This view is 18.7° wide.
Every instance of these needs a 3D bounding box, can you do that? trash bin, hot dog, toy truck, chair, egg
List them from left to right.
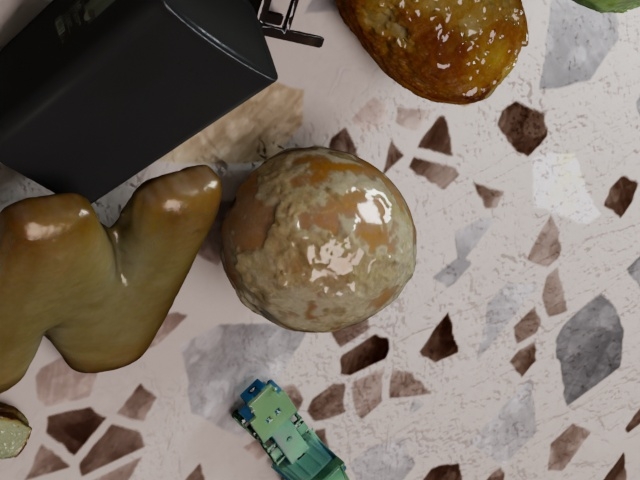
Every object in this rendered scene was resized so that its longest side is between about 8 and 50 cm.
[{"bbox_3d":[-0.182,-0.149,1.728,0.225,0.115,0.165,-35,141,22],"label":"trash bin"},{"bbox_3d":[-0.087,-0.252,1.809,0.212,0.084,0.101,5,109,-40],"label":"chair"},{"bbox_3d":[-0.030,0.223,2.148,0.067,0.081,0.175,-42,134,-12],"label":"toy truck"},{"bbox_3d":[0.000,0.000,1.958,0.233,0.195,0.195,-12,126,-60],"label":"egg"},{"bbox_3d":[0.108,-0.253,1.943,0.175,0.114,0.259,-44,135,-14],"label":"hot dog"}]

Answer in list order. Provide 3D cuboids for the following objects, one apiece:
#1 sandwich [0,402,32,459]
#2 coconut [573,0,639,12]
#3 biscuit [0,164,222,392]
[{"bbox_3d":[-0.340,0.199,1.919,0.105,0.035,0.093,14,106,-44],"label":"sandwich"},{"bbox_3d":[0.327,-0.387,1.876,0.328,0.328,0.281,-45,98,-7],"label":"coconut"},{"bbox_3d":[-0.227,0.046,1.829,0.237,0.062,0.291,-11,147,-36],"label":"biscuit"}]
